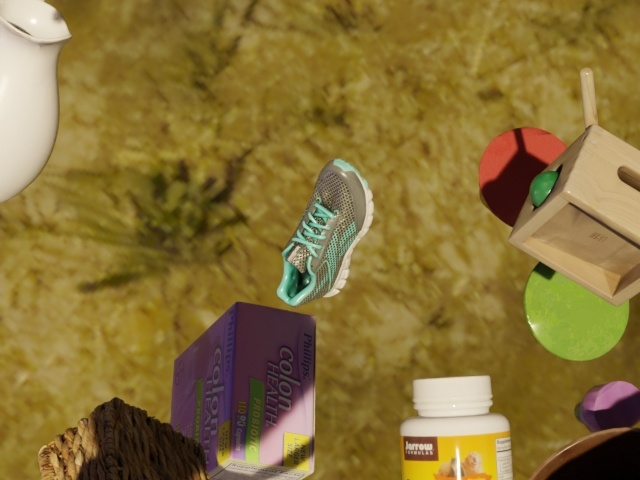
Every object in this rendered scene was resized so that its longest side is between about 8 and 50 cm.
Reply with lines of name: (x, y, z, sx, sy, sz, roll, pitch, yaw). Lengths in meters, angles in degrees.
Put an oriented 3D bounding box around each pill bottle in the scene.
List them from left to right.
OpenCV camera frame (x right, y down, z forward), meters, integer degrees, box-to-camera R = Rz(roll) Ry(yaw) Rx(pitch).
pill bottle: (0.144, 0.251, 1.536, 0.117, 0.117, 0.215, -6, 85, 28)

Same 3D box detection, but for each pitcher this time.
pitcher: (-0.323, -0.159, 1.507, 0.178, 0.125, 0.207, -99, 30, -59)

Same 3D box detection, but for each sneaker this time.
sneaker: (0.000, 0.000, 1.395, 0.065, 0.166, 0.076, 31, 39, 24)

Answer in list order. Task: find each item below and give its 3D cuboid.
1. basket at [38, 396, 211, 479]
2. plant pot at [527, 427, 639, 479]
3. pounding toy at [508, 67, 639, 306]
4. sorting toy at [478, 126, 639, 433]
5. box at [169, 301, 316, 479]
basket: (-0.238, 0.356, 1.602, 0.223, 0.213, 0.299, -35, 50, 16)
plant pot: (0.332, 0.341, 1.492, 0.215, 0.230, 0.215, -16, 47, 18)
pounding toy: (0.227, -0.041, 1.180, 0.100, 0.141, 0.130, -61, 5, -28)
sorting toy: (0.260, 0.055, 1.675, 0.127, 0.365, 0.126, -21, -2, -18)
box: (-0.108, 0.228, 1.937, 0.243, 0.117, 0.213, 139, 138, -55)
